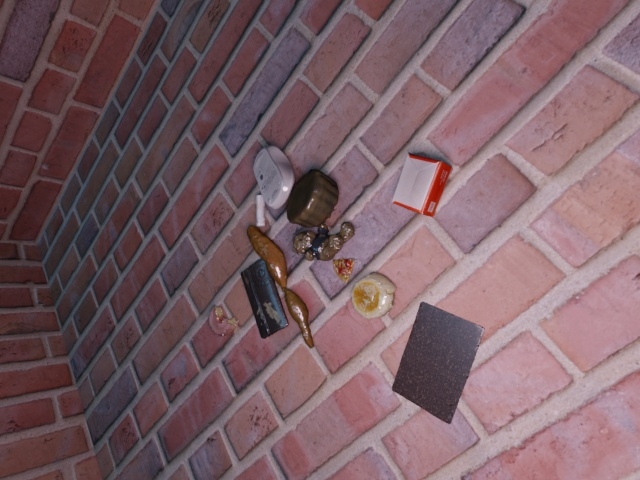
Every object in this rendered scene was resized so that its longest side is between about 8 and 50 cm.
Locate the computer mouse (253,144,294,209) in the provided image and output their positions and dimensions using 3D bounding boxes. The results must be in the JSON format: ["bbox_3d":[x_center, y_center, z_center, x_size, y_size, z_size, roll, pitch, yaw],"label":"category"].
[{"bbox_3d":[-0.183,-0.264,1.700,0.184,0.121,0.297,-54,51,29],"label":"computer mouse"}]

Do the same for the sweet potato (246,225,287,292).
[{"bbox_3d":[-0.217,0.050,1.717,0.355,0.095,0.106,56,134,26],"label":"sweet potato"}]

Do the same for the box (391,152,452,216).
[{"bbox_3d":[0.336,-0.183,1.335,0.133,0.099,0.182,24,101,38],"label":"box"}]

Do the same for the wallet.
[{"bbox_3d":[-0.249,0.250,1.749,0.170,0.044,0.321,-31,68,28],"label":"wallet"}]

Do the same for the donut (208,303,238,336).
[{"bbox_3d":[-0.458,0.386,1.874,0.166,0.065,0.117,37,105,34],"label":"donut"}]

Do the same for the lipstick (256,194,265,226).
[{"bbox_3d":[-0.268,-0.132,1.806,0.040,0.040,0.141,-7,82,35],"label":"lipstick"}]

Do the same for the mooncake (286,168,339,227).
[{"bbox_3d":[-0.030,-0.153,1.548,0.228,0.124,0.228,-38,39,39],"label":"mooncake"}]

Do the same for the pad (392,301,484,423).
[{"bbox_3d":[0.371,0.389,1.304,0.220,0.004,0.331,22,98,35],"label":"pad"}]

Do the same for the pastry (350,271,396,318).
[{"bbox_3d":[0.185,0.195,1.411,0.165,0.088,0.166,-3,84,33],"label":"pastry"}]

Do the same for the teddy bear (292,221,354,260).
[{"bbox_3d":[0.008,0.018,1.541,0.251,0.182,0.129,-1,121,35],"label":"teddy bear"}]

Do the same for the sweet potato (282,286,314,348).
[{"bbox_3d":[-0.080,0.297,1.603,0.074,0.074,0.270,-33,75,29],"label":"sweet potato"}]

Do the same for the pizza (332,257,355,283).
[{"bbox_3d":[0.078,0.100,1.535,0.099,0.029,0.100,27,101,36],"label":"pizza"}]
